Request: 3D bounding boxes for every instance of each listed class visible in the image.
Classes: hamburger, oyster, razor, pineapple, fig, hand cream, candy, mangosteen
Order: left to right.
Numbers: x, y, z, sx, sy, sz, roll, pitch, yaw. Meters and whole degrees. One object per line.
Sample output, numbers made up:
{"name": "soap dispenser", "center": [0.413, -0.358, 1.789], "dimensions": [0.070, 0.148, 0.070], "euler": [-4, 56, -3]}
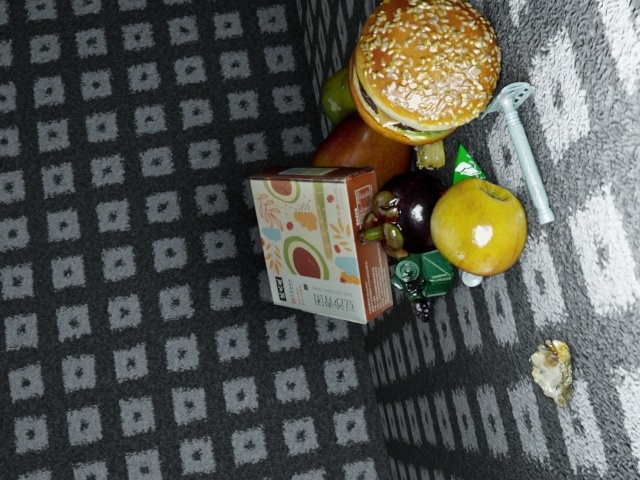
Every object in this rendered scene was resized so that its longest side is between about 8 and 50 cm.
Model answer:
{"name": "fig", "center": [0.116, -0.419, 2.201], "dimensions": [0.207, 0.207, 0.230], "euler": [-107, -8, -50]}
{"name": "mangosteen", "center": [0.200, -0.051, 1.722], "dimensions": [0.211, 0.250, 0.211], "euler": [53, 161, 26]}
{"name": "hamburger", "center": [0.193, -0.321, 1.329], "dimensions": [0.225, 0.291, 0.290], "euler": [131, 129, -77]}
{"name": "pineapple", "center": [0.260, -0.244, 1.731], "dimensions": [0.116, 0.069, 0.137], "euler": [93, 168, -67]}
{"name": "hand cream", "center": [0.335, 0.057, 1.657], "dimensions": [0.174, 0.047, 0.076], "euler": [-88, -10, -76]}
{"name": "candy", "center": [0.307, -0.096, 1.499], "dimensions": [0.141, 0.078, 0.203], "euler": [91, 173, -59]}
{"name": "razor", "center": [0.346, -0.139, 1.201], "dimensions": [0.106, 0.068, 0.231], "euler": [111, 142, -80]}
{"name": "oyster", "center": [0.401, 0.218, 1.216], "dimensions": [0.148, 0.051, 0.103], "euler": [71, 174, -55]}

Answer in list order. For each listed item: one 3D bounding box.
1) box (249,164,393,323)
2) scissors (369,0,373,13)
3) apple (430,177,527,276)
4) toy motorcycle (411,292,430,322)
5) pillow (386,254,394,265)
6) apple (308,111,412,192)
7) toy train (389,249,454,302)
{"name": "box", "center": [0.000, 0.000, 1.904], "dimensions": [0.345, 0.122, 0.385], "euler": [6, 113, 42]}
{"name": "scissors", "center": [0.150, -0.815, 2.053], "dimensions": [0.360, 0.030, 0.191], "euler": [84, 177, -48]}
{"name": "apple", "center": [0.290, -0.027, 1.309], "dimensions": [0.182, 0.183, 0.155], "euler": [-111, 42, -63]}
{"name": "toy motorcycle", "center": [0.279, 0.133, 2.094], "dimensions": [0.122, 0.080, 0.215], "euler": [154, 108, -81]}
{"name": "pillow", "center": [0.105, 0.005, 2.144], "dimensions": [0.308, 0.306, 0.108], "euler": [-5, -65, -71]}
{"name": "apple", "center": [0.114, -0.192, 2.017], "dimensions": [0.316, 0.288, 0.288], "euler": [-65, 10, 4]}
{"name": "toy train", "center": [0.247, 0.031, 1.869], "dimensions": [0.115, 0.155, 0.269], "euler": [86, 172, -58]}
